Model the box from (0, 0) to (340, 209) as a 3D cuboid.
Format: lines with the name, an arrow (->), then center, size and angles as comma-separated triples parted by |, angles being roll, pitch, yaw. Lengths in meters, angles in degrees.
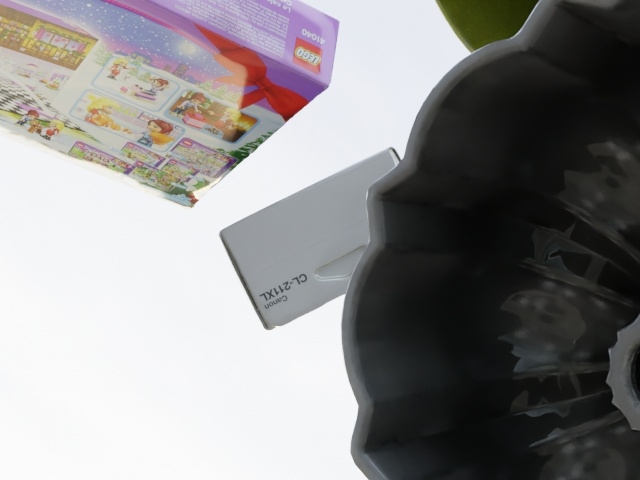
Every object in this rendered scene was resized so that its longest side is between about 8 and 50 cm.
box -> -0.164, -0.129, 0.667 | 0.293, 0.057, 0.201 | 22, -31, -25

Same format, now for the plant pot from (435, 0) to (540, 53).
plant pot -> 0.274, -0.300, 0.918 | 0.274, 0.293, 0.275 | 23, -45, 26

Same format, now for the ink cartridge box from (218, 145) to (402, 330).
ink cartridge box -> 0.000, 0.000, 0.741 | 0.127, 0.175, 0.072 | -26, -90, -5

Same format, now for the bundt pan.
bundt pan -> 0.172, 0.053, 0.453 | 0.330, 0.124, 0.331 | 0, -90, 39
